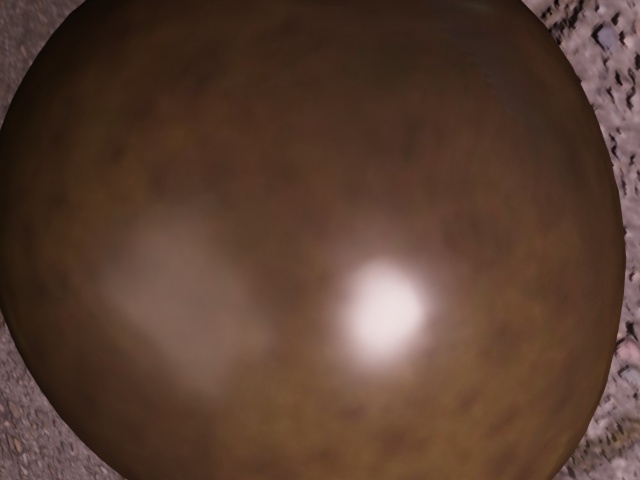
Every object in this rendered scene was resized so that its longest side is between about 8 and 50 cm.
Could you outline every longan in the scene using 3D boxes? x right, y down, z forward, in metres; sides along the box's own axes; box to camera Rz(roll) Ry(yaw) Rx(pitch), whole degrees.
[{"bbox_3d":[0.000,0.000,0.698,0.319,0.319,0.319,29,136,33],"label":"longan"}]
